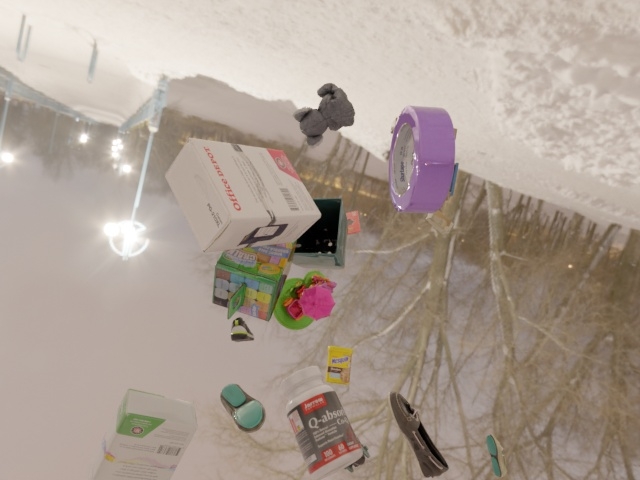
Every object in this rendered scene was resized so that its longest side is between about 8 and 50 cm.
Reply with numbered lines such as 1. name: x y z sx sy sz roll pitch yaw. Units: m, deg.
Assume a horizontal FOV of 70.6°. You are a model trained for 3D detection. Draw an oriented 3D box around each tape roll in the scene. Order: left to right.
1. tape roll: 0.257 -0.209 1.186 0.090 0.275 0.275 1 -172 -6

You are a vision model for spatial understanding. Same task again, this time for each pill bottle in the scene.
1. pill bottle: -0.008 0.681 1.709 0.210 0.210 0.363 8 -136 -48

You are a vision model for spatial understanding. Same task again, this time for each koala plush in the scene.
1. koala plush: 0.009 -0.492 1.803 0.221 0.196 0.203 -29 -150 -6

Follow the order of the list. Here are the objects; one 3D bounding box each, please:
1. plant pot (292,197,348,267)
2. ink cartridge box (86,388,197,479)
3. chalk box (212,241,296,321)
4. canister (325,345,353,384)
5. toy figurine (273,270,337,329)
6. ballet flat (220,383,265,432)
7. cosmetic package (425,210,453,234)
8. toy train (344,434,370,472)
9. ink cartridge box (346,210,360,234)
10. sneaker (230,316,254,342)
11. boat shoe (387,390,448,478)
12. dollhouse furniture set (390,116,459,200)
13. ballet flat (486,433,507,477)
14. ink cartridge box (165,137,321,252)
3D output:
1. plant pot: 0.000 0.000 1.331 0.165 0.166 0.234 0 160 15
2. ink cartridge box: -0.381 0.442 0.965 0.154 0.213 0.093 24 -172 -27
3. chalk box: -0.141 0.071 0.944 0.132 0.132 0.213 18 -137 0
4. canister: 0.090 0.611 2.206 0.126 0.170 0.073 10 160 -10
5. toy figurine: -0.011 0.134 1.075 0.130 0.173 0.159 53 152 -11
6. ballet flat: -0.173 0.401 1.051 0.072 0.068 0.213 -28 -160 -24
7. cosmetic package: 0.529 -0.084 2.005 0.115 0.060 0.041 38 160 -16
8. toy train: 0.087 0.890 1.992 0.334 0.142 0.190 49 178 -42
9. ink cartridge box: 0.026 -0.074 1.852 0.261 0.066 0.296 -16 -162 8
10. sneaker: -0.321 0.366 1.866 0.084 0.097 0.235 -5 165 -5
11. boat shoe: 0.333 0.650 1.536 0.095 0.335 0.112 -23 -172 18
12. dollhouse furniture set: 0.411 -0.317 1.907 0.286 0.304 0.198 10 174 -2
13. ballet flat: 0.672 0.811 1.717 0.052 0.168 0.057 -11 -178 -23
14. ink cartridge box: -0.136 -0.082 0.832 0.237 0.100 0.172 -7 -119 -53
